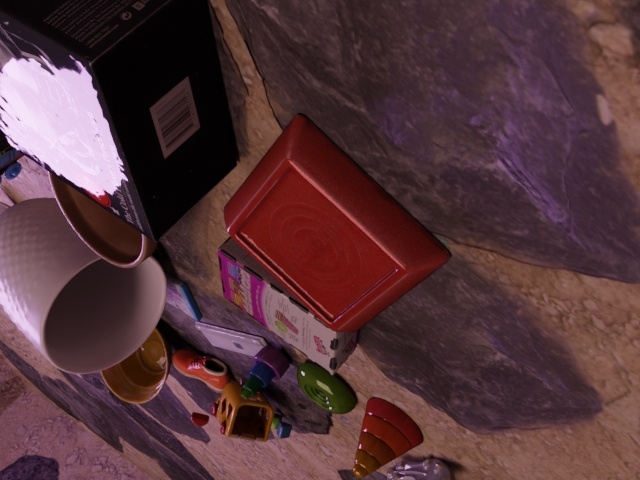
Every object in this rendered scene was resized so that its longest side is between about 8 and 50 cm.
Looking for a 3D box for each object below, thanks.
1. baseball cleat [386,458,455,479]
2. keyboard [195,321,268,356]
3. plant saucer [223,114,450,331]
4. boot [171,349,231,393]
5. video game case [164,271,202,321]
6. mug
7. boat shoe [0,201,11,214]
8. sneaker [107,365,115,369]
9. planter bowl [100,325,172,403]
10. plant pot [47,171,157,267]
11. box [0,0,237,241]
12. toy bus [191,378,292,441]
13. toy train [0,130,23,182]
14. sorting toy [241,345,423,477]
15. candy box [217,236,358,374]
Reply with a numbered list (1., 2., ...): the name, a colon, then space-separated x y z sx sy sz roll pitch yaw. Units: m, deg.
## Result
1. baseball cleat: 0.203 0.438 1.691 0.109 0.072 0.206 35 162 -17
2. keyboard: -0.171 0.206 1.913 0.256 0.014 0.072 5 142 53
3. plant saucer: 0.000 0.000 1.225 0.259 0.047 0.258 44 141 -1
4. boot: -0.270 0.278 2.120 0.158 0.059 0.084 24 147 17
5. video game case: -0.323 0.097 1.950 0.166 0.015 0.119 26 150 30
6. mug: -0.497 0.091 1.901 0.328 0.276 0.374 34 160 36
7. boat shoe: -0.708 -0.012 2.248 0.277 0.098 0.096 39 156 -14
8. sneaker: -0.449 0.206 2.137 0.128 0.087 0.221 10 117 15
9. planter bowl: -0.418 0.270 2.225 0.217 0.090 0.217 3 97 30
10. plant pot: -0.329 -0.082 1.538 0.237 0.110 0.237 27 137 28
11. box: -0.300 -0.219 1.225 0.313 0.179 0.343 32 153 24
12. toy bus: -0.166 0.352 2.019 0.202 0.104 0.191 20 -170 23
13. toy train: -0.675 -0.151 1.878 0.080 0.184 0.105 35 143 17
14. sorting toy: 0.000 0.316 1.696 0.366 0.126 0.127 24 150 29
15. candy box: -0.049 0.093 1.482 0.233 0.071 0.159 35 154 17
